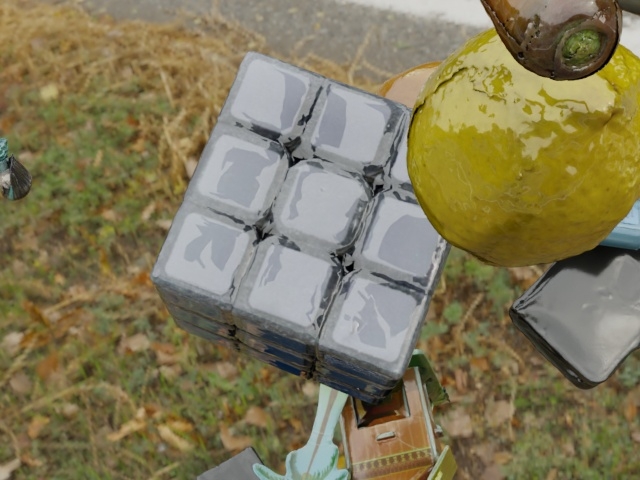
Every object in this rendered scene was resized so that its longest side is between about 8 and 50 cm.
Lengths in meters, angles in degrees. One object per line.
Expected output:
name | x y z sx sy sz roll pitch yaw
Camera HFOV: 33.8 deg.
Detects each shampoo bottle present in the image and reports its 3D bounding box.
shampoo bottle | 0.439 -0.032 1.651 0.259 0.061 0.103 7 37 7

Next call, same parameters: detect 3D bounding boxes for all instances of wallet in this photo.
wallet | -0.104 0.527 1.967 0.146 0.030 0.285 -19 62 -42
wallet | 0.486 0.056 1.695 0.197 0.051 0.377 45 73 4

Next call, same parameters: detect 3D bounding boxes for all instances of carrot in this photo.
carrot | 0.098 -0.144 0.537 0.055 0.055 0.161 -19 54 -6

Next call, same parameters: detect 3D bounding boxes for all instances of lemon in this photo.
lemon | 0.174 -0.079 0.880 0.204 0.260 0.204 4 74 -15

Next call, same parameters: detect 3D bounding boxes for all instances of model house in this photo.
model house | 0.079 0.412 1.889 0.340 0.300 0.323 -15 61 8

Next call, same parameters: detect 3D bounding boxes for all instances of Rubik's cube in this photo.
Rubik's cube | 0.000 0.000 1.279 0.305 0.301 0.303 20 75 3

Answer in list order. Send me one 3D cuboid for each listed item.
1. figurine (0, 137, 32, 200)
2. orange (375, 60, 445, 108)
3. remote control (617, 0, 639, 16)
figurine | -0.427 -0.102 1.424 0.047 0.106 0.060 -25 30 0
orange | 0.185 -0.158 1.521 0.249 0.249 0.183 25 77 40
remote control | 0.216 -0.260 0.965 0.313 0.109 0.055 28 95 30
